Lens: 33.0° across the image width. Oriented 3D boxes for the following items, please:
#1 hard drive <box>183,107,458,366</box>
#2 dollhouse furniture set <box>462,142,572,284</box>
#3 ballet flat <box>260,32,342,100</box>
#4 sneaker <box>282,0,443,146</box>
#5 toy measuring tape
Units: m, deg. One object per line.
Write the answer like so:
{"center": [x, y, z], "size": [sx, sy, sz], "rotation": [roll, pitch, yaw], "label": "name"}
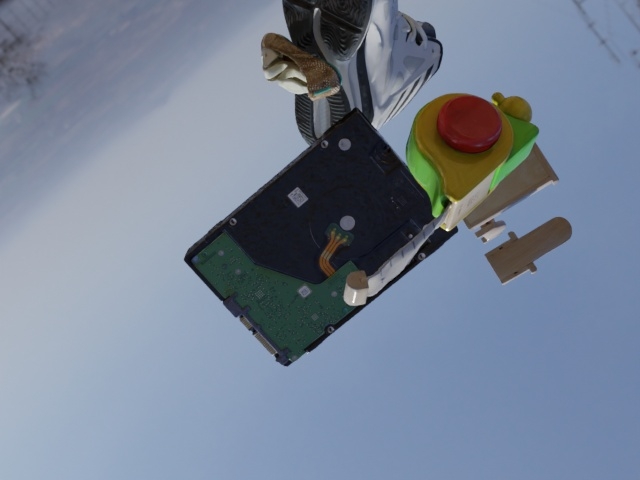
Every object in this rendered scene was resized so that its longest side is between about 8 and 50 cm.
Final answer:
{"center": [0.000, 0.000, 1.595], "size": [0.339, 0.237, 0.064], "rotation": [-41, -169, 9], "label": "hard drive"}
{"center": [0.342, -0.081, 1.977], "size": [0.174, 0.303, 0.355], "rotation": [-32, 170, 10], "label": "dollhouse furniture set"}
{"center": [-0.051, -0.271, 1.686], "size": [0.067, 0.073, 0.206], "rotation": [-34, -141, -20], "label": "ballet flat"}
{"center": [0.082, -0.370, 1.772], "size": [0.257, 0.169, 0.447], "rotation": [-36, 145, -35], "label": "sneaker"}
{"center": [0.109, -0.066, 1.149], "size": [0.330, 0.121, 0.121], "rotation": [-41, -171, -27], "label": "toy measuring tape"}
